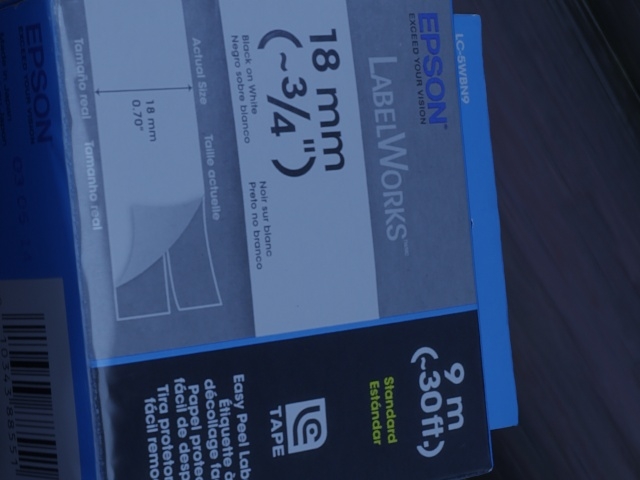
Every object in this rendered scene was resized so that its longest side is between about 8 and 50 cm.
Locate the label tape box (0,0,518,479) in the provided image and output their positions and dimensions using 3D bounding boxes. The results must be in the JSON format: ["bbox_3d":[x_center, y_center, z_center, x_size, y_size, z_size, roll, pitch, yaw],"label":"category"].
[{"bbox_3d":[0.000,0.000,0.899,0.333,0.106,0.241,-7,92,-38],"label":"label tape box"}]
